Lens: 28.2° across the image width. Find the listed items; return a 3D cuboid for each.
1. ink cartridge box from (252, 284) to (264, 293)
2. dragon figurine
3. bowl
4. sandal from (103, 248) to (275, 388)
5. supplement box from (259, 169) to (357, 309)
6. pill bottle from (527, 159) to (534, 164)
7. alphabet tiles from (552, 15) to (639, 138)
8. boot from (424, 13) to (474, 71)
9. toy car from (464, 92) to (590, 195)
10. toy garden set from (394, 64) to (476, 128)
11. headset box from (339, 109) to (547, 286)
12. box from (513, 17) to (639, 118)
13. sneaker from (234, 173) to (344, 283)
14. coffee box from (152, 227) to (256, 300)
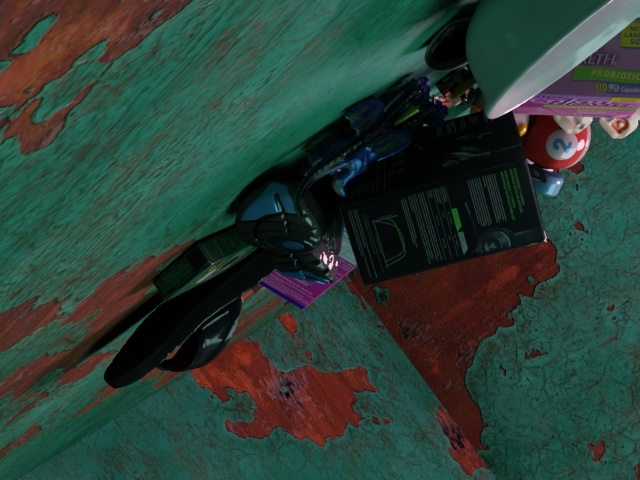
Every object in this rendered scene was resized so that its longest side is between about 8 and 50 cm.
[{"bbox_3d":[-0.053,0.010,2.337,0.115,0.067,0.198,-31,172,-43],"label":"ink cartridge box"},{"bbox_3d":[0.061,-0.134,1.703,0.289,0.085,0.144,-33,173,-48],"label":"dragon figurine"},{"bbox_3d":[0.271,-0.282,1.474,0.298,0.134,0.298,-37,173,-5],"label":"bowl"},{"bbox_3d":[-0.173,0.122,2.082,0.445,0.107,0.167,-38,-162,14],"label":"sandal"},{"bbox_3d":[0.000,0.000,2.146,0.220,0.114,0.111,-39,-150,35],"label":"supplement box"},{"bbox_3d":[0.461,-0.261,2.767,0.278,0.162,0.162,-35,175,-5],"label":"pill bottle"},{"bbox_3d":[0.523,-0.318,2.297,0.284,0.278,0.021,-39,-152,20],"label":"alphabet tiles"},{"bbox_3d":[0.244,-0.292,1.655,0.189,0.076,0.208,-42,166,29],"label":"boot"},{"bbox_3d":[0.374,-0.223,2.421,0.238,0.210,0.219,2,118,-45],"label":"toy car"},{"bbox_3d":[0.171,-0.196,2.069,0.204,0.049,0.244,-36,175,0],"label":"toy garden set"},{"bbox_3d":[0.181,-0.073,1.836,0.283,0.131,0.246,-15,-158,8],"label":"headset box"},{"bbox_3d":[0.376,-0.257,1.917,0.213,0.117,0.243,3,178,7],"label":"box"},{"bbox_3d":[-0.038,-0.044,1.844,0.341,0.125,0.140,66,36,-73],"label":"sneaker"},{"bbox_3d":[-0.161,0.026,1.922,0.113,0.040,0.184,-37,175,31],"label":"coffee box"}]
